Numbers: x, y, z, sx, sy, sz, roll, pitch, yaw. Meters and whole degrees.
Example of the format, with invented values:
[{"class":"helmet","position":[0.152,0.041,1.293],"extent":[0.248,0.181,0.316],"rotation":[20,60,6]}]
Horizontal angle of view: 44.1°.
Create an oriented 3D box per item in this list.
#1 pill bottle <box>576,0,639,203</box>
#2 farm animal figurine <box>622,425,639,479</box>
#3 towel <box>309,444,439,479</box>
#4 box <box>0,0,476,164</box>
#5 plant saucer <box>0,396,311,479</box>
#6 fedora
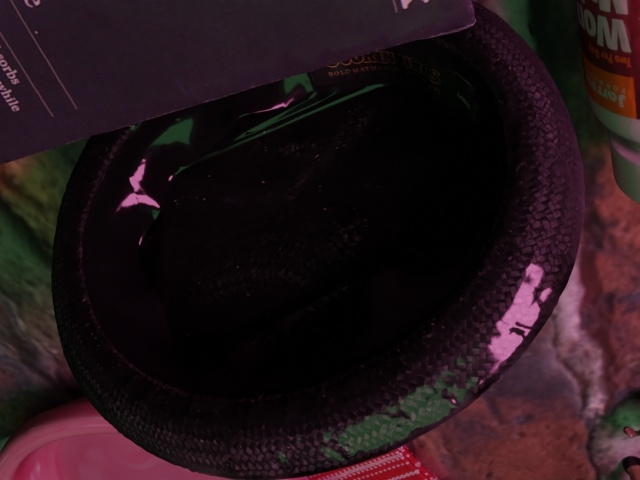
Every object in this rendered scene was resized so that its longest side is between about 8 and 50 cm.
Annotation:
[{"class":"pill bottle","position":[0.210,-0.130,0.449],"extent":[0.121,0.121,0.221],"rotation":[-13,126,12]},{"class":"farm animal figurine","position":[0.442,0.212,0.650],"extent":[0.327,0.172,0.330],"rotation":[17,130,-3]},{"class":"towel","position":[0.068,0.308,0.855],"extent":[0.199,0.031,0.275],"rotation":[-29,120,25]},{"class":"box","position":[-0.127,-0.233,0.347],"extent":[0.313,0.178,0.343],"rotation":[-13,127,13]},{"class":"plant saucer","position":[-0.148,0.258,0.775],"extent":[0.332,0.084,0.332],"rotation":[5,127,7]},{"class":"fedora","position":[0.000,0.000,0.509],"extent":[0.334,0.333,0.152],"rotation":[-20,155,17]}]
